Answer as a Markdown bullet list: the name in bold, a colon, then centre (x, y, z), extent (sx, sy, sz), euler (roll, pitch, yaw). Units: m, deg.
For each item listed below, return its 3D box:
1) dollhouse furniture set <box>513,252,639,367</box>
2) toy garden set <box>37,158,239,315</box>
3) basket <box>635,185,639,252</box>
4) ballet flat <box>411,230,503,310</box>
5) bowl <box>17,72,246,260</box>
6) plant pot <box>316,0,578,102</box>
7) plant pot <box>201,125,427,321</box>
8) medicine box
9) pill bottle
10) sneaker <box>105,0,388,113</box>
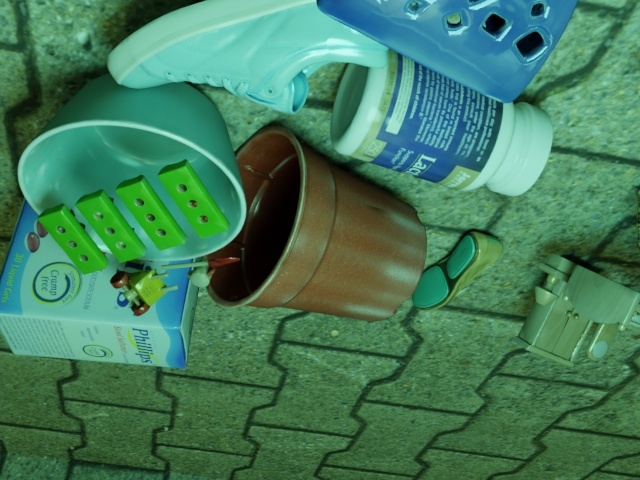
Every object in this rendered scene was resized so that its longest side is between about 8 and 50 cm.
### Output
- **dollhouse furniture set**: centre (0.501, 0.175, 1.325), extent (0.303, 0.174, 0.355), euler (22, -173, -26)
- **toy garden set**: centre (-0.227, -0.001, 1.124), extent (0.244, 0.049, 0.204), euler (-16, 125, 23)
- **basket**: centre (0.632, 0.015, 1.166), extent (0.299, 0.213, 0.223), euler (-18, 118, 30)
- **ballet flat**: centre (0.245, 0.064, 1.456), extent (0.073, 0.080, 0.232), euler (3, 150, -25)
- **bowl**: centre (-0.251, -0.120, 1.162), extent (0.311, 0.163, 0.312), euler (2, 146, 2)
- **plant pot**: centre (0.145, -0.314, 0.781), extent (0.235, 0.236, 0.212), euler (21, 137, -22)
- **plant pot**: centre (0.000, 0.000, 1.245), extent (0.265, 0.273, 0.272), euler (19, 144, -33)
- **medicine box**: centre (-0.343, 0.049, 1.330), extent (0.289, 0.264, 0.149), euler (5, 147, 0)
- **pill bottle**: centre (0.158, -0.153, 1.076), extent (0.264, 0.153, 0.153), euler (15, 144, -15)
- **sneaker**: centre (-0.090, -0.214, 0.983), extent (0.365, 0.135, 0.150), euler (-12, 98, 23)
